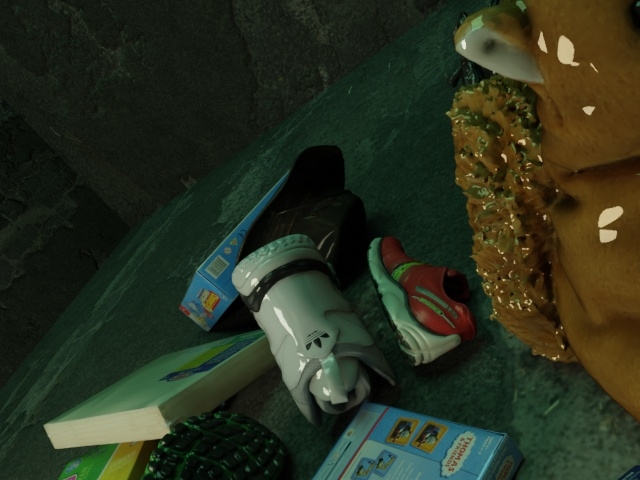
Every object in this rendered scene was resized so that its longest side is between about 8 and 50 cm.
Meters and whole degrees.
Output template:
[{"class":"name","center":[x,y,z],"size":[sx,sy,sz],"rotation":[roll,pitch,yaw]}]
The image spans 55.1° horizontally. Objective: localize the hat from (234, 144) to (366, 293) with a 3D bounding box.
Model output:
[{"class":"hat","center":[0.000,0.000,1.099],"size":[0.134,0.331,0.331],"rotation":[28,57,20]}]

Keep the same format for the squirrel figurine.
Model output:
[{"class":"squirrel figurine","center":[0.224,-0.052,0.481],"size":[0.281,0.370,0.397],"rotation":[-48,21,-18]}]

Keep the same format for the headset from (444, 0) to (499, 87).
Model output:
[{"class":"headset","center":[0.335,-0.263,0.904],"size":[0.394,0.185,0.243],"rotation":[-2,-9,-38]}]

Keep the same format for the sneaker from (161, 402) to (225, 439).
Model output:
[{"class":"sneaker","center":[-0.202,0.297,0.984],"size":[0.058,0.052,0.135],"rotation":[-11,35,47]}]

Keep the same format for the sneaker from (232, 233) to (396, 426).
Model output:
[{"class":"sneaker","center":[-0.004,0.135,0.840],"size":[0.137,0.210,0.366],"rotation":[-28,-16,-2]}]

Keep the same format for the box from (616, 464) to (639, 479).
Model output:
[{"class":"box","center":[0.232,0.214,0.336],"size":[0.136,0.036,0.225],"rotation":[-24,12,-21]}]

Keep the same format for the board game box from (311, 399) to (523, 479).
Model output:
[{"class":"board game box","center":[0.074,0.247,0.609],"size":[0.160,0.039,0.211],"rotation":[-50,21,-26]}]

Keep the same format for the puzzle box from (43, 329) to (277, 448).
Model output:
[{"class":"puzzle box","center":[-0.263,0.252,1.043],"size":[0.409,0.052,0.272],"rotation":[-21,4,43]}]

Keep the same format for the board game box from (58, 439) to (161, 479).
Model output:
[{"class":"board game box","center":[-0.360,0.443,0.935],"size":[0.242,0.064,0.316],"rotation":[-32,21,22]}]

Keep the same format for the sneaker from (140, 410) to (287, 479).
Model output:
[{"class":"sneaker","center":[-0.173,0.328,0.710],"size":[0.134,0.146,0.343],"rotation":[30,39,26]}]

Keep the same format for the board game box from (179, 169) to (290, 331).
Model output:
[{"class":"board game box","center":[-0.144,0.022,1.265],"size":[0.308,0.086,0.302],"rotation":[-51,2,-26]}]

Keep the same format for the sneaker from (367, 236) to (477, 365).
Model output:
[{"class":"sneaker","center":[0.138,0.069,0.828],"size":[0.118,0.107,0.279],"rotation":[-20,25,3]}]
